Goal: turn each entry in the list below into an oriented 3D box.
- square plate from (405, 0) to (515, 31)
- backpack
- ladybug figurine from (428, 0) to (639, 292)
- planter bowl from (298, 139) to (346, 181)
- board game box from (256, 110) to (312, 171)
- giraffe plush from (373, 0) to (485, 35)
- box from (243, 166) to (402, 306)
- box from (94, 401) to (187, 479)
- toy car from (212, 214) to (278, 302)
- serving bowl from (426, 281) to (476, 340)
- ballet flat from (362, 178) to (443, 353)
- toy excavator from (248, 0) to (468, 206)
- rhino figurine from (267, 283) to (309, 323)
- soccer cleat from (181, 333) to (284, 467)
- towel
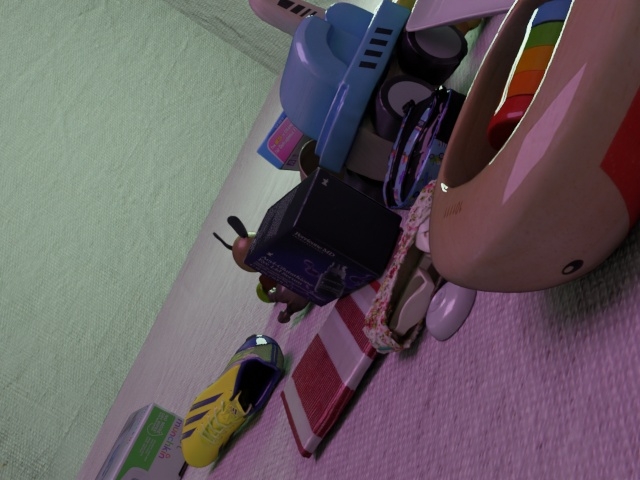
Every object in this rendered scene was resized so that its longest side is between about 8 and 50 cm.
[{"bbox_3d":[0.323,-0.466,1.508,0.344,0.049,0.347,2,61,47],"label":"square plate"},{"bbox_3d":[0.162,-0.113,1.397,0.173,0.116,0.158,-69,13,-7],"label":"backpack"},{"bbox_3d":[0.255,-0.139,0.982,0.450,0.161,0.305,-65,11,-16],"label":"ladybug figurine"},{"bbox_3d":[0.038,-0.104,1.813,0.109,0.162,0.162,95,-170,-45],"label":"planter bowl"},{"bbox_3d":[0.025,-0.282,1.992,0.317,0.064,0.242,-55,-16,13],"label":"board game box"},{"bbox_3d":[0.217,-0.427,1.794,0.210,0.170,0.181,-55,15,21],"label":"giraffe plush"},{"bbox_3d":[0.000,0.000,1.500,0.207,0.153,0.108,-35,28,60],"label":"box"},{"bbox_3d":[-0.376,0.487,2.047,0.262,0.126,0.231,-63,12,-23],"label":"box"},{"bbox_3d":[-0.123,0.014,2.021,0.155,0.188,0.149,-43,20,50],"label":"toy car"},{"bbox_3d":[0.152,0.079,1.201,0.083,0.027,0.083,-54,13,18],"label":"serving bowl"},{"bbox_3d":[0.133,0.037,1.263,0.241,0.091,0.077,-68,19,0],"label":"ballet flat"},{"bbox_3d":[0.008,-0.335,1.667,0.222,0.445,0.433,115,179,-55],"label":"toy excavator"},{"bbox_3d":[-0.020,0.034,1.852,0.243,0.073,0.106,-63,10,-25],"label":"rhino figurine"},{"bbox_3d":[-0.162,0.295,1.751,0.289,0.093,0.121,-56,20,14],"label":"soccer cleat"},{"bbox_3d":[0.051,0.135,1.437,0.329,0.037,0.237,-58,13,6],"label":"towel"}]
